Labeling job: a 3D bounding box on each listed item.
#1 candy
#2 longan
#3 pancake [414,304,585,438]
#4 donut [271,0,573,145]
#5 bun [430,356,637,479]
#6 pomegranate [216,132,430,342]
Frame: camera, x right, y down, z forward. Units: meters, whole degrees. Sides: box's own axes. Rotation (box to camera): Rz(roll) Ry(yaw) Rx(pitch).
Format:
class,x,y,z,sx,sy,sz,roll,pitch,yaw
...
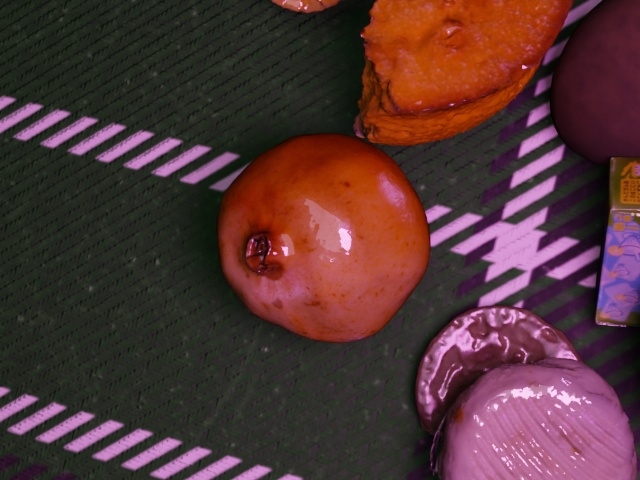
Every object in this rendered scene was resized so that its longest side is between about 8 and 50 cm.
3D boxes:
class,x,y,z,sx,sy,sz,roll,pitch,yaw
candy,0.360,0.004,1.377,0.062,0.194,0.097,3,45,10
longan,0.390,-0.194,1.400,0.248,0.248,0.248,-1,83,9
pancake,0.234,0.196,1.460,0.236,0.042,0.222,23,90,9
donut,0.130,-0.322,1.445,0.378,0.163,0.435,-25,67,-9
bun,0.246,0.249,1.369,0.239,0.141,0.239,1,99,5
pomegranate,0.000,0.000,1.416,0.264,0.264,0.264,-1,83,9
